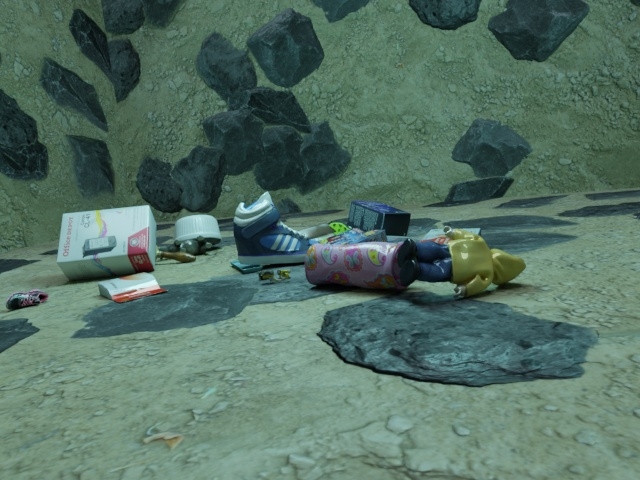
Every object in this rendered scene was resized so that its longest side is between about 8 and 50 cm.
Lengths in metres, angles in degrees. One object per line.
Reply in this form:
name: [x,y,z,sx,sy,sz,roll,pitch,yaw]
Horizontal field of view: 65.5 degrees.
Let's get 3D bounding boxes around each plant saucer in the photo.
plant saucer: [-0.093,-0.012,1.922,0.311,0.050,0.310,-17,0,0]
plant saucer: [-0.252,0.086,1.677,0.067,0.018,0.192,-9,10,-22]

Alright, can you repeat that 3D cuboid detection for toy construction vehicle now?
toy construction vehicle: [-0.137,0.104,1.448,0.098,0.035,0.086,-3,-3,1]

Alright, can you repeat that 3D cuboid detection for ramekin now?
ramekin: [-0.544,-0.039,2.199,0.207,0.108,0.207,-9,-11,-2]

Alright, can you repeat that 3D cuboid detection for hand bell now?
hand bell: [-0.601,0.055,1.928,0.242,0.126,0.126,7,9,3]

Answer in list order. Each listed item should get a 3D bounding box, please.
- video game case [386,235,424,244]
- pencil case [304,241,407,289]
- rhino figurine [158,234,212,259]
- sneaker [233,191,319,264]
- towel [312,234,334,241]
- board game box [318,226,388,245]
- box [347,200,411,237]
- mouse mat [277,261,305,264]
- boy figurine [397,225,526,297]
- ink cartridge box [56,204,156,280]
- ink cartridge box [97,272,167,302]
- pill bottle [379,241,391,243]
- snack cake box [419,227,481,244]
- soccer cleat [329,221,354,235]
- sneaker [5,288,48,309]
video game case: [0.231,0.023,1.723,0.275,0.035,0.248,-13,11,-41]
pencil case: [0.093,0.061,1.263,0.284,0.124,0.124,-1,9,39]
rhino figurine: [-0.576,0.033,2.049,0.244,0.073,0.106,-9,-10,-20]
sneaker: [-0.131,-0.047,1.676,0.323,0.236,0.130,-4,7,-17]
towel: [0.000,0.000,2.080,0.152,0.023,0.113,-7,8,-6]
board game box: [0.110,0.014,1.605,0.194,0.060,0.194,-18,15,-8]
box: [0.232,-0.084,1.998,0.153,0.108,0.207,-2,18,-38]
mouse mat: [-0.065,0.064,1.741,0.190,0.007,0.153,-4,8,18]
boy figurine: [0.322,0.047,1.129,0.286,0.177,0.092,1,-31,-15]
ink cartridge box: [-0.762,0.006,1.799,0.307,0.226,0.131,-6,-34,-9]
ink cartridge box: [-0.550,0.135,1.455,0.146,0.045,0.179,-13,9,-39]
pill bottle: [0.195,0.053,1.364,0.086,0.086,0.152,-7,9,-12]
snack cake box: [0.372,0.028,1.413,0.152,0.089,0.264,0,10,22]
soccer cleat: [0.123,-0.035,2.088,0.179,0.060,0.072,13,-3,14]
sneaker: [-0.833,0.169,1.422,0.057,0.047,0.119,10,15,20]
